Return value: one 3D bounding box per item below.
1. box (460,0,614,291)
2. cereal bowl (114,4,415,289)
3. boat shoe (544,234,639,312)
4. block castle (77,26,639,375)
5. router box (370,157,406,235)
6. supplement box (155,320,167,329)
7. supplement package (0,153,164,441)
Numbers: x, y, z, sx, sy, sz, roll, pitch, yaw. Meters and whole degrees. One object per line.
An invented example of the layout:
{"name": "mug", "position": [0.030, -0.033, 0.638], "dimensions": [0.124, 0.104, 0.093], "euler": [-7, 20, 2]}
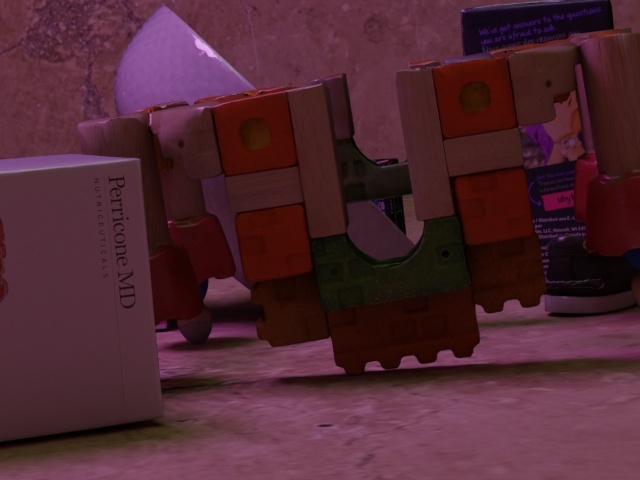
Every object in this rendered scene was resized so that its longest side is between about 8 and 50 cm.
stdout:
{"name": "box", "position": [0.216, -0.092, 1.873], "dimensions": [0.143, 0.270, 0.165], "euler": [-3, 4, 9]}
{"name": "cereal bowl", "position": [-0.070, -0.055, 1.827], "dimensions": [0.141, 0.339, 0.339], "euler": [-47, 6, 1]}
{"name": "boat shoe", "position": [0.275, 0.017, 1.723], "dimensions": [0.081, 0.068, 0.228], "euler": [0, 6, 39]}
{"name": "block castle", "position": [0.055, -0.027, 1.512], "dimensions": [0.453, 0.213, 0.303], "euler": [-9, 6, 5]}
{"name": "router box", "position": [0.044, -0.028, 2.161], "dimensions": [0.092, 0.122, 0.038], "euler": [-2, 10, 28]}
{"name": "supplement box", "position": [-0.200, 0.022, 1.853], "dimensions": [0.114, 0.111, 0.220], "euler": [-4, 5, -2]}
{"name": "supplement package", "position": [-0.271, 0.042, 1.281], "dimensions": [0.293, 0.177, 0.175], "euler": [-7, 5, -21]}
